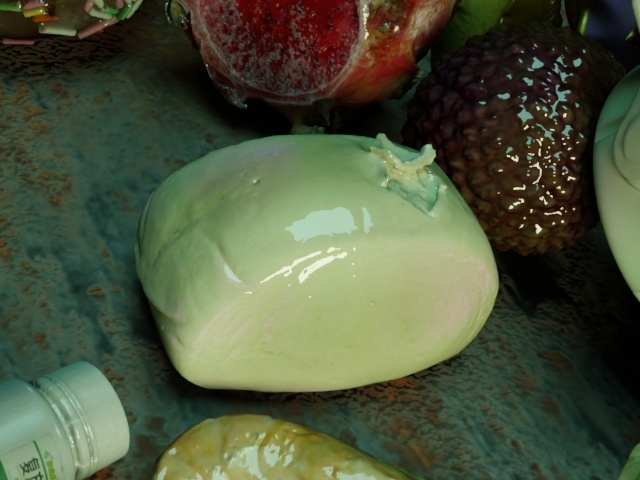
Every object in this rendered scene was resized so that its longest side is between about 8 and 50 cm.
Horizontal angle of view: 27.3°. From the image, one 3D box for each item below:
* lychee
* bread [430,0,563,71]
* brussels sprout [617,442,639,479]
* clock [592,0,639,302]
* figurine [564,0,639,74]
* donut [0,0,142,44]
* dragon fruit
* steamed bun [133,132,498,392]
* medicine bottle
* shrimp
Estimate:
[{"bbox_3d":[0.147,-0.083,1.019,0.188,0.188,0.188,9,43,-8],"label":"lychee"},{"bbox_3d":[0.151,-0.174,1.145,0.086,0.156,0.125,33,72,22],"label":"bread"},{"bbox_3d":[0.259,0.193,0.784,0.181,0.144,0.161,6,76,19],"label":"brussels sprout"},{"bbox_3d":[0.305,-0.029,0.937,0.265,0.109,0.324,-17,86,-42],"label":"clock"},{"bbox_3d":[0.291,-0.200,1.154,0.142,0.189,0.263,-6,5,17],"label":"figurine"},{"bbox_3d":[-0.248,-0.262,1.120,0.270,0.103,0.269,5,42,-4],"label":"donut"},{"bbox_3d":[-0.019,-0.189,1.071,0.282,0.211,0.147,2,30,24],"label":"dragon fruit"},{"bbox_3d":[0.000,0.000,0.898,0.239,0.152,0.170,-3,45,-24],"label":"steamed bun"},{"bbox_3d":[-0.182,0.124,0.764,0.130,0.080,0.080,-23,55,-35],"label":"medicine bottle"},{"bbox_3d":[0.008,0.176,0.790,0.236,0.053,0.133,17,40,5],"label":"shrimp"}]
